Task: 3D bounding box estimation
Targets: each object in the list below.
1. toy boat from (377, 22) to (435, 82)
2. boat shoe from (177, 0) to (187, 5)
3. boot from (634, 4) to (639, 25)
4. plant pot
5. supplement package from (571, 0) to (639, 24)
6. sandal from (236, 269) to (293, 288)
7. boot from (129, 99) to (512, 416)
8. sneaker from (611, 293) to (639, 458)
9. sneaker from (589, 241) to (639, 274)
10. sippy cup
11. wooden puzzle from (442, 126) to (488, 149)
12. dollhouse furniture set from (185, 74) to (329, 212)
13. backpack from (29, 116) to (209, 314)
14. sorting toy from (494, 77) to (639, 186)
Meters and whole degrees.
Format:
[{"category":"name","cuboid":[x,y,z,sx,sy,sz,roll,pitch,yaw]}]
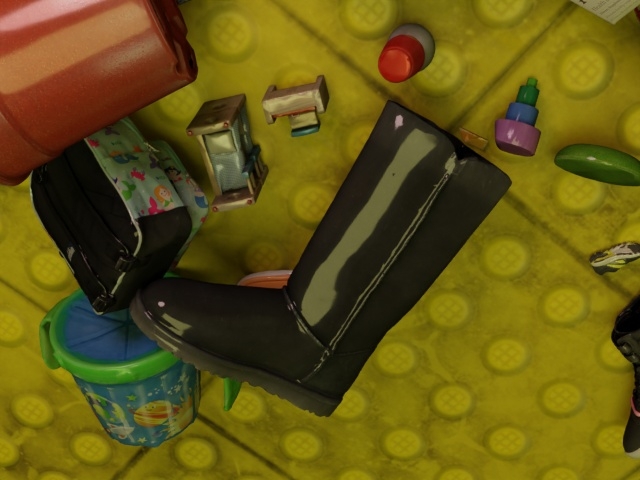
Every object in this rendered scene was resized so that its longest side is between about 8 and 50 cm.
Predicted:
[{"category":"toy boat","cuboid":[0.084,-0.360,1.090,0.267,0.148,0.318,-5,112,20]},{"category":"boat shoe","cuboid":[-0.142,-0.384,1.125,0.065,0.083,0.183,35,115,-12]},{"category":"boot","cuboid":[0.547,-0.218,1.006,0.284,0.377,0.138,-18,150,20]},{"category":"plant pot","cuboid":[-0.307,-0.238,1.037,0.265,0.272,0.272,-20,113,6]},{"category":"supplement package","cuboid":[0.326,-0.391,0.984,0.203,0.194,0.149,26,73,-7]},{"category":"sandal","cuboid":[-0.009,0.095,1.359,0.265,0.076,0.102,-7,116,9]},{"category":"boot","cuboid":[0.002,0.001,1.195,0.367,0.146,0.445,27,109,-29]},{"category":"sneaker","cuboid":[0.506,0.201,1.347,0.147,0.104,0.295,20,111,-2]},{"category":"sneaker","cuboid":[0.452,0.028,1.304,0.083,0.031,0.035,-15,128,18]},{"category":"sippy cup","cuboid":[-0.289,0.201,1.375,0.240,0.305,0.224,-26,131,-24]},{"category":"wooden puzzle","cuboid":[0.184,-0.119,1.264,0.078,0.014,0.116,33,116,-10]},{"category":"dollhouse furniture set","cuboid":[-0.074,-0.137,1.218,0.184,0.129,0.129,-11,115,11]},{"category":"backpack","cuboid":[-0.298,-0.054,1.232,0.253,0.191,0.225,49,132,14]},{"category":"sorting toy","cuboid":[0.428,-0.142,1.196,0.365,0.127,0.126,17,88,0]}]
